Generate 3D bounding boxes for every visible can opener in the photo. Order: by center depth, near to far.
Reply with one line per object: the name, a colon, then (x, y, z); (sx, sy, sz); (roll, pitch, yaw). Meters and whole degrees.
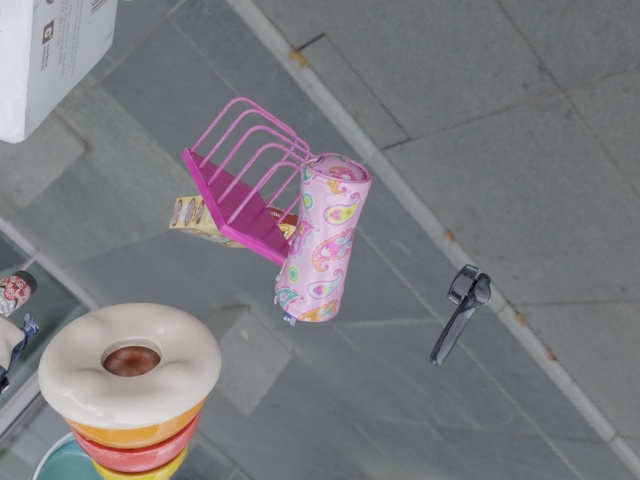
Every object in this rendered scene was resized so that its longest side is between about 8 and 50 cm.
can opener: (0.241, 0.135, 1.362); (0.073, 0.186, 0.059); (27, -176, 15)

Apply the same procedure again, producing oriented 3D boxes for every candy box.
candy box: (-0.208, -0.043, 1.839); (0.183, 0.088, 0.316); (19, 171, -31)

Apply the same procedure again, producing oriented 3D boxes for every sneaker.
sneaker: (-0.806, 0.170, 1.879); (0.270, 0.145, 0.090); (-29, 103, 34)

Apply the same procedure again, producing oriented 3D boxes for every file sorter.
file sorter: (-0.105, -0.119, 1.507); (0.202, 0.182, 0.291); (30, -163, -38)

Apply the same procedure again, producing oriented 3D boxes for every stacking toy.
stacking toy: (-0.382, 0.404, 1.635); (0.350, 0.350, 0.480); (23, 126, 28)

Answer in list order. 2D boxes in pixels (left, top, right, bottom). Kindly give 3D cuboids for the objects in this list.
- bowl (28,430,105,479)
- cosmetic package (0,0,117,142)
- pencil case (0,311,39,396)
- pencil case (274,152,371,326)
bowl: (-0.568, 0.596, 1.857); (0.163, 0.311, 0.311); (-15, 123, 46)
cosmetic package: (-0.456, -0.370, 0.898); (0.393, 0.327, 0.329); (16, 125, -4)
pencil case: (-0.473, 0.265, 0.923); (0.159, 0.410, 0.183); (-2, 154, 26)
pencil case: (0.000, 0.000, 1.303); (0.124, 0.124, 0.284); (26, 120, 22)
